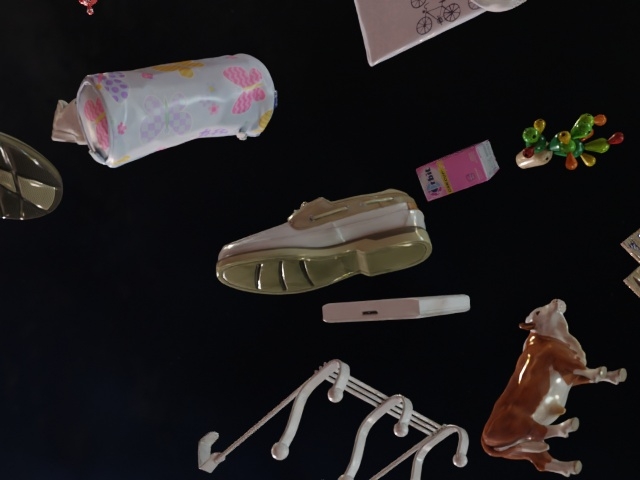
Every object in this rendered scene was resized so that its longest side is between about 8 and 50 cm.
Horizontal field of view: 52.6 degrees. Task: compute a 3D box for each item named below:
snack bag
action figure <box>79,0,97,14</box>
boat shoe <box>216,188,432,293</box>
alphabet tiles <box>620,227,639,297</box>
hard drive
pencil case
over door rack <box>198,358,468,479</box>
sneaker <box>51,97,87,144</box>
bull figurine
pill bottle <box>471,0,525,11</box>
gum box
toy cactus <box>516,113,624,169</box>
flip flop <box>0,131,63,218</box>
[{"bbox_3d":[0.175,-0.531,1.155,0.323,0.037,0.342,-16,-95,39],"label":"snack bag"},{"bbox_3d":[-0.435,-0.475,1.190,0.038,0.115,0.030,-12,-146,-14],"label":"action figure"},{"bbox_3d":[0.000,0.000,0.929,0.302,0.113,0.103,-8,-121,-5],"label":"boat shoe"},{"bbox_3d":[0.523,0.066,0.936,0.198,0.237,0.009,50,-49,18],"label":"alphabet tiles"},{"bbox_3d":[0.167,0.140,1.346,0.203,0.307,0.040,-7,-97,29],"label":"hard drive"},{"bbox_3d":[-0.198,-0.188,0.912,0.113,0.273,0.124,36,-48,39],"label":"pencil case"},{"bbox_3d":[0.009,0.308,0.898,0.324,0.239,0.108,-39,-151,35],"label":"over door rack"},{"bbox_3d":[-0.439,-0.230,1.233,0.212,0.080,0.094,9,-78,29],"label":"sneaker"},{"bbox_3d":[0.398,0.250,1.121,0.188,0.101,0.310,6,-121,54],"label":"bull figurine"},{"bbox_3d":[0.119,-0.467,0.782,0.392,0.224,0.224,42,-85,23],"label":"pill bottle"},{"bbox_3d":[0.251,-0.128,1.160,0.107,0.188,0.062,-20,-86,24],"label":"gum box"},{"bbox_3d":[0.464,-0.177,1.266,0.180,0.219,0.112,-27,-105,61],"label":"toy cactus"},{"bbox_3d":[-0.430,-0.113,0.740,0.080,0.277,0.112,-88,-156,-53],"label":"flip flop"}]
